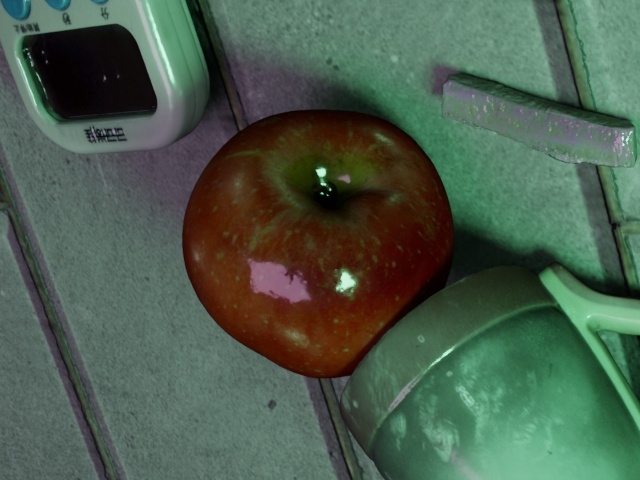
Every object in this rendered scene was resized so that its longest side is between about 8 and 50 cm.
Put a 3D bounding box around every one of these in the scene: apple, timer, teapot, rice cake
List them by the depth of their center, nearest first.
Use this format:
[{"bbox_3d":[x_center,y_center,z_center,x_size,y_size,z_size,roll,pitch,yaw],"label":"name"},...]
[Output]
[{"bbox_3d":[0.200,-0.109,1.759,0.207,0.036,0.047,22,133,32],"label":"rice cake"},{"bbox_3d":[0.227,0.185,1.781,0.315,0.233,0.312,-40,67,7],"label":"teapot"},{"bbox_3d":[0.000,0.000,1.853,0.260,0.260,0.216,39,151,16],"label":"apple"},{"bbox_3d":[-0.234,-0.212,2.058,0.262,0.087,0.237,0,116,44],"label":"timer"}]
